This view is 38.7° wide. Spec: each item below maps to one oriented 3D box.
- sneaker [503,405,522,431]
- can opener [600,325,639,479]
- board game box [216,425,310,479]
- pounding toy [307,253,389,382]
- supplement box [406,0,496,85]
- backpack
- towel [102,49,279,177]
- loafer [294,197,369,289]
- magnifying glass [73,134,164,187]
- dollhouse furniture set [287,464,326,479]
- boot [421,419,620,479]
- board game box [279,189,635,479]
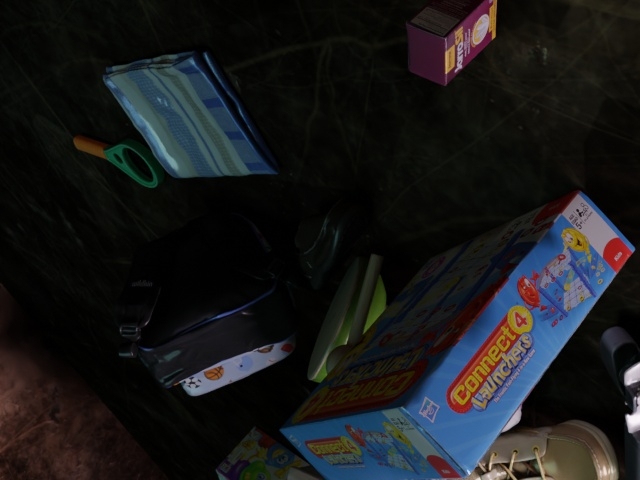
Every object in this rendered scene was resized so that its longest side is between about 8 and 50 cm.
[{"bbox_3d":[0.139,0.220,1.259,0.305,0.152,0.114,3,111,52],"label":"sneaker"},{"bbox_3d":[0.373,0.204,1.030,0.093,0.074,0.280,-113,3,-52],"label":"can opener"},{"bbox_3d":[-0.084,0.580,2.097,0.275,0.144,0.142,28,149,28],"label":"board game box"},{"bbox_3d":[0.069,0.121,1.217,0.110,0.183,0.237,23,173,-4],"label":"pounding toy"},{"bbox_3d":[0.116,-0.186,0.804,0.043,0.083,0.055,30,151,28],"label":"supplement box"},{"bbox_3d":[-0.166,0.084,1.397,0.263,0.276,0.213,-113,5,-48],"label":"backpack"},{"bbox_3d":[-0.193,-0.172,1.313,0.285,0.034,0.209,5,134,52],"label":"towel"},{"bbox_3d":[0.000,0.000,1.231,0.078,0.080,0.220,41,153,6],"label":"loafer"},{"bbox_3d":[-0.354,-0.147,1.582,0.231,0.026,0.092,22,145,39],"label":"magnifying glass"},{"bbox_3d":[0.071,0.526,1.423,0.286,0.304,0.198,14,-176,37],"label":"dollhouse furniture set"},{"bbox_3d":[0.235,0.299,1.176,0.262,0.203,0.095,-20,82,66],"label":"boot"},{"bbox_3d":[0.131,0.111,0.961,0.086,0.302,0.308,47,153,-5],"label":"board game box"}]
